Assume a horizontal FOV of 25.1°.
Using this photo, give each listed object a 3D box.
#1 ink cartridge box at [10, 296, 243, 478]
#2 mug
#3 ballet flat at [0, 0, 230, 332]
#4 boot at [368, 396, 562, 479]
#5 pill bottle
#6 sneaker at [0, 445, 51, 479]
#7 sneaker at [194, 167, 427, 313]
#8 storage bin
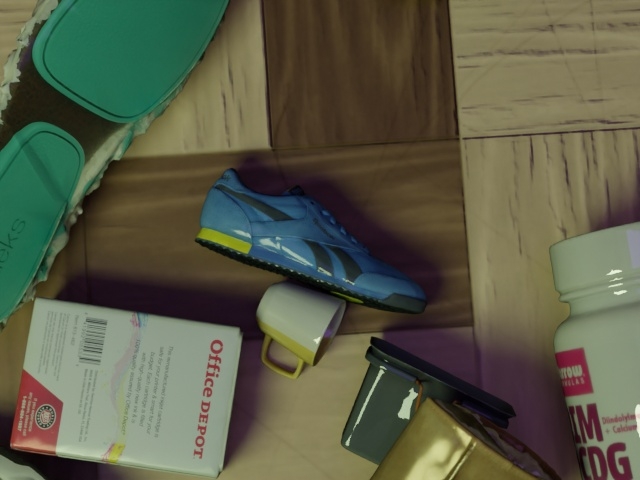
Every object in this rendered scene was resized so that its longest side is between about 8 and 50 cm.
[{"bbox_3d":[-0.159,0.124,1.207,0.175,0.072,0.127,9,83,-1],"label":"ink cartridge box"},{"bbox_3d":[-0.023,0.072,1.226,0.064,0.062,0.078,26,77,9],"label":"mug"},{"bbox_3d":[-0.228,-0.110,1.205,0.147,0.147,0.409,34,83,3],"label":"ballet flat"},{"bbox_3d":[0.022,0.230,1.153,0.236,0.089,0.269,33,106,-10],"label":"boot"},{"bbox_3d":[0.280,0.129,1.175,0.160,0.160,0.283,-11,83,-3],"label":"pill bottle"},{"bbox_3d":[-0.258,0.288,1.116,0.295,0.124,0.178,38,41,17],"label":"sneaker"},{"bbox_3d":[0.000,0.000,1.230,0.209,0.069,0.082,21,79,1],"label":"sneaker"},{"bbox_3d":[0.083,0.153,1.206,0.135,0.098,0.091,26,94,1],"label":"storage bin"}]
